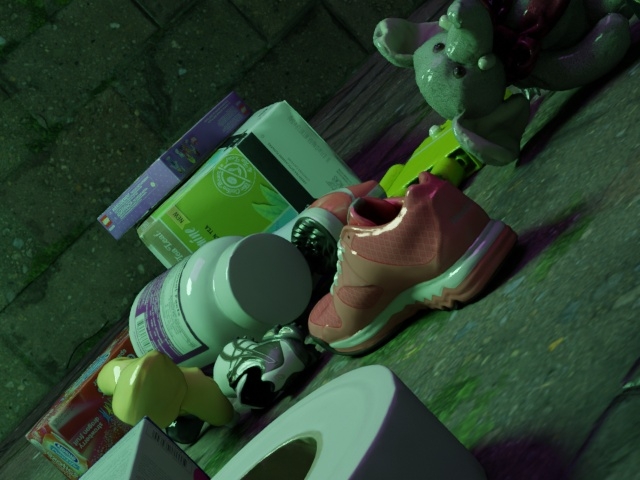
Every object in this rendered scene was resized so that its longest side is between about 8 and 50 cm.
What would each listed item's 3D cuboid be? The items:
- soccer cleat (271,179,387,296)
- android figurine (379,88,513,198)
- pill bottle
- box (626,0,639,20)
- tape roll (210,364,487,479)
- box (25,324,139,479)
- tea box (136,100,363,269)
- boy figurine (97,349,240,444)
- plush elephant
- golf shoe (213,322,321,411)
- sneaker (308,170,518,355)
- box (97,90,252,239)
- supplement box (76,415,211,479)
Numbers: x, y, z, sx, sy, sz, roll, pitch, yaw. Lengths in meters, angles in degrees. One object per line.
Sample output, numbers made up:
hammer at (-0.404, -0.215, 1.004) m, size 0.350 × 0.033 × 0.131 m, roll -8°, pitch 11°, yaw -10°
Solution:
soccer cleat at (0.000, 0.000, 1.780) m, size 0.116 × 0.109 × 0.318 m, roll -40°, pitch 1°, yaw -21°
android figurine at (0.173, -0.120, 1.766) m, size 0.248 × 0.056 × 0.273 m, roll -36°, pitch 14°, yaw 42°
pill bottle at (-0.135, 0.090, 1.774) m, size 0.169 × 0.169 × 0.301 m, roll -49°, pitch 11°, yaw -33°
box at (0.369, -0.321, 1.279) m, size 0.051 × 0.175 × 0.220 m, roll 15°, pitch 73°, yaw 45°
tape roll at (-0.021, 0.220, 0.902) m, size 0.286 × 0.100 × 0.286 m, roll -43°, pitch 9°, yaw 9°
box at (-0.304, 0.240, 1.954) m, size 0.257 × 0.128 × 0.122 m, roll -49°, pitch 11°, yaw -34°
tea box at (-0.126, -0.047, 2.199) m, size 0.323 × 0.220 × 0.329 m, roll -45°, pitch 8°, yaw -5°
boy figurine at (-0.182, 0.189, 1.535) m, size 0.285 × 0.177 × 0.092 m, roll 105°, pitch -178°, yaw -80°
plush elephant at (0.212, -0.249, 1.545) m, size 0.255 × 0.272 × 0.330 m, roll -34°, pitch -27°, yaw -26°
golf shoe at (-0.087, 0.161, 1.537) m, size 0.198 × 0.077 × 0.094 m, roll -34°, pitch 13°, yaw 52°
sneaker at (0.067, 0.015, 1.336) m, size 0.314 × 0.136 × 0.116 m, roll -33°, pitch 13°, yaw 51°
box at (-0.257, -0.138, 2.313) m, size 0.201 × 0.057 × 0.293 m, roll -38°, pitch 8°, yaw 37°
supplement box at (-0.184, 0.280, 1.298) m, size 0.114 × 0.111 × 0.220 m, roll -43°, pitch 9°, yaw 3°
